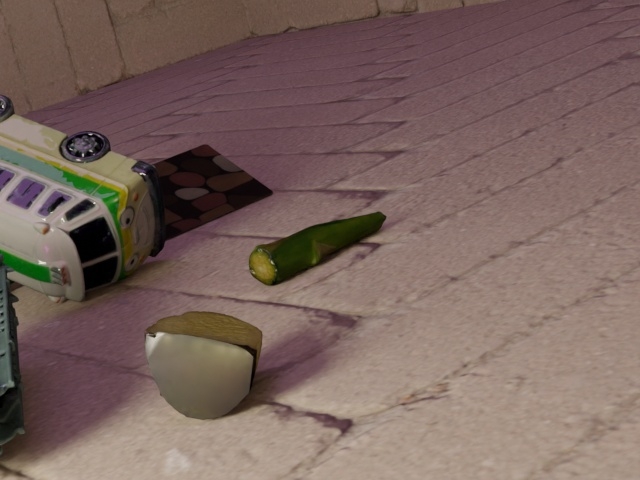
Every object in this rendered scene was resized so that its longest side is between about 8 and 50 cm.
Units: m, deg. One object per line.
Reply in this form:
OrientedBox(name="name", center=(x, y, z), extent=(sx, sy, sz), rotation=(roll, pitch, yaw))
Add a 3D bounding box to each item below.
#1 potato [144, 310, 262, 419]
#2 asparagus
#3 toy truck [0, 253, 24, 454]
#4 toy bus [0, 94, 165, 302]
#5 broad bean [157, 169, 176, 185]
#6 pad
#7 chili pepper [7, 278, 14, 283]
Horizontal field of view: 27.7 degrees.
OrientedBox(name="potato", center=(-0.090, 0.100, 1.067), extent=(0.096, 0.067, 0.103), rotation=(13, 11, 11))
OrientedBox(name="asparagus", center=(0.000, 0.000, 1.401), extent=(0.045, 0.041, 0.178), rotation=(12, 28, 44))
OrientedBox(name="toy truck", center=(-0.348, 0.103, 1.132), extent=(0.184, 0.133, 0.338), rotation=(-11, 19, -7))
OrientedBox(name="toy bus", center=(-0.352, -0.046, 1.544), extent=(0.305, 0.143, 0.179), rotation=(21, 46, 19))
OrientedBox(name="broad bean", center=(-0.274, -0.065, 1.844), extent=(0.174, 0.082, 0.124), rotation=(-15, 20, 2))
OrientedBox(name="pad", center=(-0.201, -0.063, 1.773), extent=(0.235, 0.003, 0.158), rotation=(-25, 45, -35))
OrientedBox(name="chili pepper", center=(-0.409, 0.054, 1.601), extent=(0.073, 0.050, 0.182), rotation=(-12, 10, 43))
